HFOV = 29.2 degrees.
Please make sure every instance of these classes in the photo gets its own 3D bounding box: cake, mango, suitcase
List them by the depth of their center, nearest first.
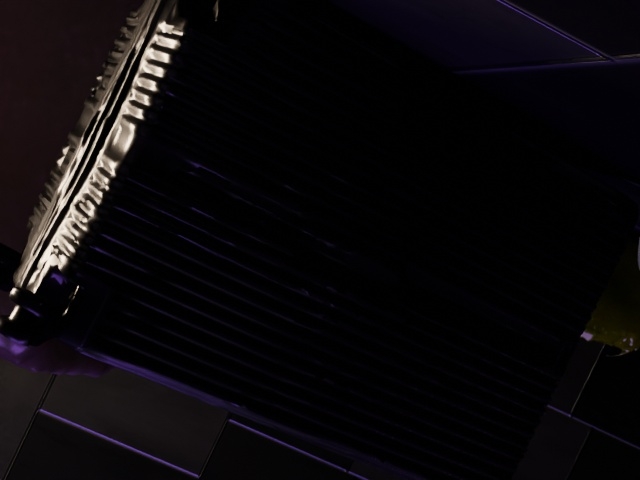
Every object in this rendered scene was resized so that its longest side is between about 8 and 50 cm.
[{"bbox_3d":[0.000,0.000,0.725,0.335,0.230,0.152,26,-178,-26],"label":"suitcase"},{"bbox_3d":[-0.208,-0.071,0.914,0.230,0.309,0.237,24,178,13],"label":"cake"},{"bbox_3d":[0.228,0.026,1.090,0.178,0.100,0.119,31,-171,-2],"label":"mango"}]

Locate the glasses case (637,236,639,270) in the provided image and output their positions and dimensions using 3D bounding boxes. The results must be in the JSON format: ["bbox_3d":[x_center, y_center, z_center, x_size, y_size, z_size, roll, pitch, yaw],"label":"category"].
[{"bbox_3d":[0.136,-0.014,0.404,0.045,0.067,0.178,25,-179,8],"label":"glasses case"}]
